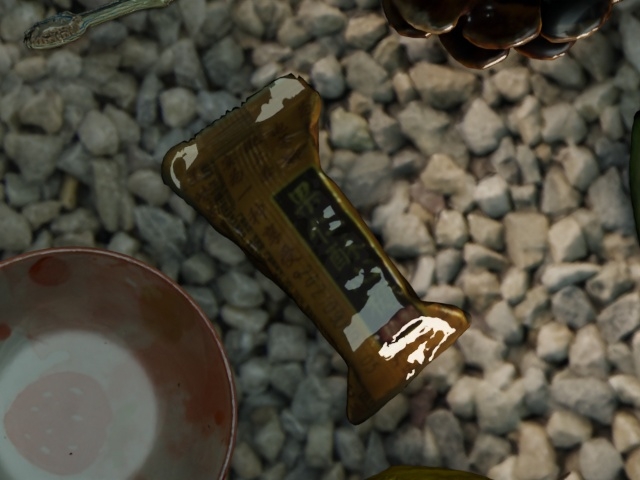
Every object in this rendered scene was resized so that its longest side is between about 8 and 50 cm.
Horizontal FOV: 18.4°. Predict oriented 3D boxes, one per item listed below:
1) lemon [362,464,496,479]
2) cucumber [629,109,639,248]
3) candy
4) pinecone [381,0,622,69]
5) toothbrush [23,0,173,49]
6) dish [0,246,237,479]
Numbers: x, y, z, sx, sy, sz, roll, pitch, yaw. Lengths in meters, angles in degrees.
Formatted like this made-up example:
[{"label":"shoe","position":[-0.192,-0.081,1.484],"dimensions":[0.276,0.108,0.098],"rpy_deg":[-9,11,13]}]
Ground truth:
[{"label":"lemon","position":[0.066,0.298,1.449],"dimensions":[0.260,0.260,0.284],"rpy_deg":[35,95,3]},{"label":"cucumber","position":[0.314,-0.024,1.534],"dimensions":[0.130,0.191,0.191],"rpy_deg":[0,83,1]},{"label":"candy","position":[0.000,0.000,1.560],"dimensions":[0.143,0.101,0.271],"rpy_deg":[-38,79,1]},{"label":"pinecone","position":[0.135,-0.262,1.504],"dimensions":[0.244,0.309,0.244],"rpy_deg":[-5,63,11]},{"label":"toothbrush","position":[-0.105,-0.216,1.617],"dimensions":[0.294,0.028,0.026],"rpy_deg":[-22,85,-8]},{"label":"dish","position":[-0.194,0.138,1.545],"dimensions":[0.260,0.085,0.260],"rpy_deg":[0,82,-2]}]
